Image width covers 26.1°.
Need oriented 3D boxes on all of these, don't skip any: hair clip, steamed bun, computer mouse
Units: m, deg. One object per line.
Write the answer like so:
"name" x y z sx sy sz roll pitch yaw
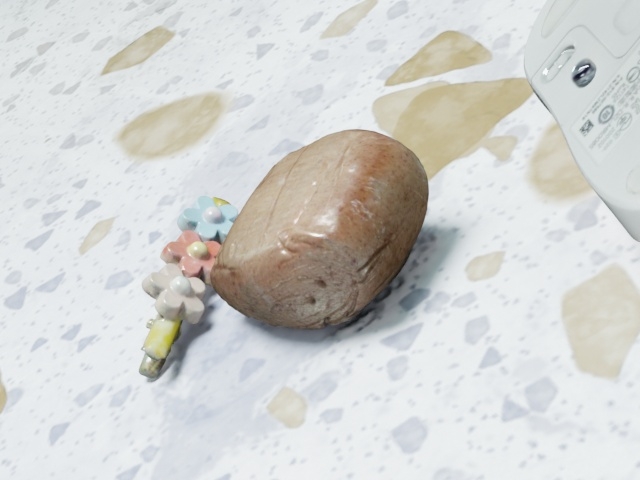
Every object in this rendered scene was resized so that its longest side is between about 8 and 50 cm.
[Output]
"hair clip" -0.111 0.024 1.171 0.056 0.062 0.214 121 173 -48
"steamed bun" 0.000 0.000 1.078 0.175 0.106 0.145 -13 40 49
"computer mouse" 0.252 -0.107 0.983 0.184 0.121 0.297 -52 32 15
